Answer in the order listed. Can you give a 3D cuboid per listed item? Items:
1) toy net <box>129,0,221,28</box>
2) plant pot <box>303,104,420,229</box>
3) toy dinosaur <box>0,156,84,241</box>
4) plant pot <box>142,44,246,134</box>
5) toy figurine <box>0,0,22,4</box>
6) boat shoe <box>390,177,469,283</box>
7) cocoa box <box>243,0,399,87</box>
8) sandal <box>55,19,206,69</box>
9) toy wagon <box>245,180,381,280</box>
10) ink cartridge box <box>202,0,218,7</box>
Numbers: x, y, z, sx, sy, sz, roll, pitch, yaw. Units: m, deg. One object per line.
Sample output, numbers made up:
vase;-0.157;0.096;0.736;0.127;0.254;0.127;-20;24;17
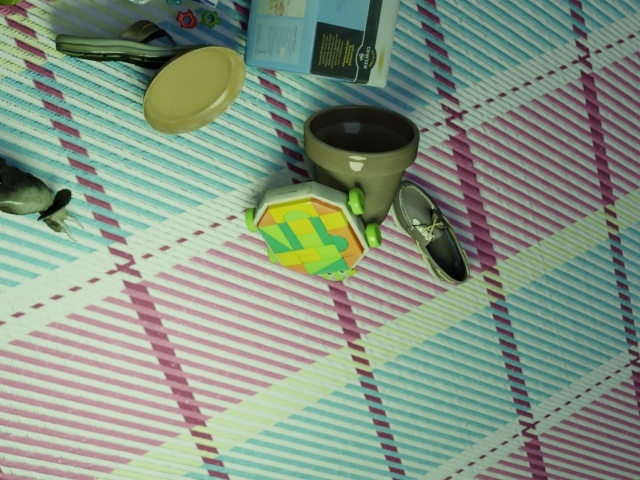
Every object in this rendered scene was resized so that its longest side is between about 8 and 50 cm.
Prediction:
toy net;-0.316;-0.499;1.583;0.232;0.045;0.122;-1;106;-24
plant pot;0.085;-0.157;1.776;0.263;0.263;0.229;-12;128;-23
toy dinosaur;-0.574;-0.091;1.471;0.160;0.313;0.121;15;85;9
plant pot;-0.262;-0.313;1.595;0.236;0.032;0.236;-29;156;-14
toy figurine;-0.375;-0.516;1.250;0.217;0.191;0.362;15;97;-33
boat shoe;0.281;-0.020;1.968;0.116;0.097;0.324;-38;117;-12
cocoa box;0.011;-0.511;1.604;0.228;0.231;0.347;-2;106;-42
sandal;-0.368;-0.398;1.546;0.302;0.120;0.086;1;89;-26
toy wagon;0.000;0.000;1.759;0.267;0.068;0.344;-9;138;20
ink cartridge box;-0.166;-0.640;1.507;0.371;0.175;0.069;-58;160;4
